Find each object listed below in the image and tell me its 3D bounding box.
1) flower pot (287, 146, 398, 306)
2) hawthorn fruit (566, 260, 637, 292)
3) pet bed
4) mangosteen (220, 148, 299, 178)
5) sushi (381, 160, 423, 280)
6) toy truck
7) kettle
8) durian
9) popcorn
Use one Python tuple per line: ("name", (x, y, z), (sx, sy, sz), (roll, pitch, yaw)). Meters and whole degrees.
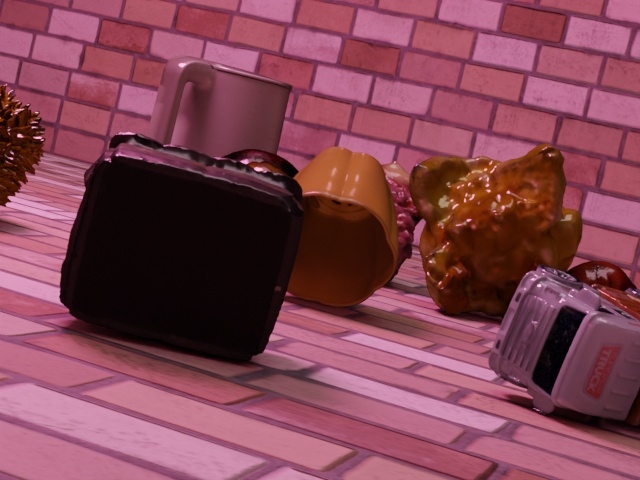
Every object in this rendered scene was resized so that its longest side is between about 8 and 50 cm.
("flower pot", (0.024, -0.032, 1.698), (0.195, 0.195, 0.179), (14, 36, 3))
("hawthorn fruit", (0.473, 0.106, 2.092), (0.148, 0.148, 0.172), (12, -3, -16))
("pet bed", (-0.132, 0.003, 1.143), (0.211, 0.183, 0.159), (13, 6, -7))
("mangosteen", (-0.104, -0.045, 1.850), (0.210, 0.210, 0.210), (13, 4, -1))
("sushi", (0.101, -0.038, 2.242), (0.171, 0.236, 0.270), (21, 0, -3))
("toy truck", (0.341, 0.133, 1.285), (0.305, 0.136, 0.162), (14, 12, -34))
("kettle", (-0.199, -0.141, 2.011), (0.265, 0.318, 0.205), (12, 5, -29))
("durian", (-0.528, -0.146, 1.704), (0.293, 0.258, 0.258), (25, 9, 32))
("popcorn", (0.285, -0.028, 2.040), (0.325, 0.321, 0.290), (32, 4, -2))
